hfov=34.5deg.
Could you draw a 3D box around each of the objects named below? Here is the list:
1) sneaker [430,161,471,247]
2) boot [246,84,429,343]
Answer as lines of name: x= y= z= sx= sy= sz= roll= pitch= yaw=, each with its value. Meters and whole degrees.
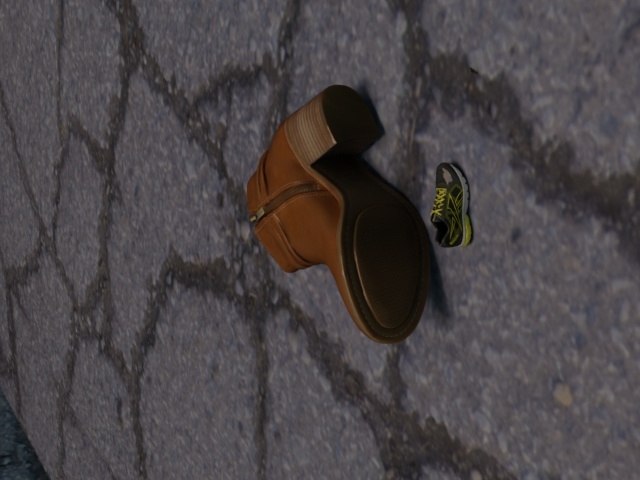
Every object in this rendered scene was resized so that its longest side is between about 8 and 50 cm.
sneaker: x=0.121 y=-0.032 z=0.980 sx=0.031 sy=0.035 sz=0.083 roll=-6 pitch=97 yaw=57
boot: x=0.000 y=0.000 z=1.111 sx=0.220 sy=0.109 sz=0.284 roll=-40 pitch=66 yaw=54
